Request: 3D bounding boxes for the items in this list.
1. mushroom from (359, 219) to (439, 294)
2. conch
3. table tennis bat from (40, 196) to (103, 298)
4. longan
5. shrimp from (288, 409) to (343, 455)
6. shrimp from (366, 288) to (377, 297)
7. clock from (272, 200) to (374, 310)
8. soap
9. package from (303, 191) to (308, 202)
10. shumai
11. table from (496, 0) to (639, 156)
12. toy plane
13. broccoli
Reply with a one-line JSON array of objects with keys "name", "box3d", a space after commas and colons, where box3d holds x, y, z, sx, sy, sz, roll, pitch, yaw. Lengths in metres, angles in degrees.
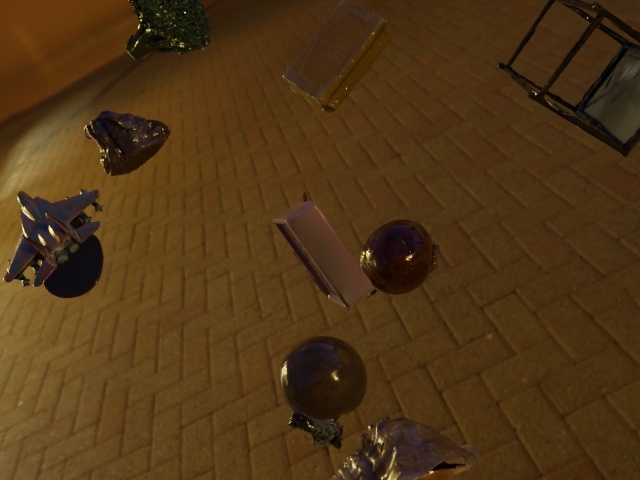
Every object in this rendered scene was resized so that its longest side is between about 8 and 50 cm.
[{"name": "mushroom", "box3d": [0.295, 0.054, 2.111, 0.283, 0.263, 0.195, -3, -15, -28]}, {"name": "conch", "box3d": [0.181, 0.475, 1.292, 0.324, 0.186, 0.263, -21, -11, -17]}, {"name": "table tennis bat", "box3d": [-0.692, 0.017, 1.652, 0.173, 0.022, 0.301, -10, 67, -3]}, {"name": "longan", "box3d": [0.010, 0.444, 1.919, 0.297, 0.297, 0.297, -20, 28, 11]}, {"name": "shrimp", "box3d": [0.002, 0.443, 1.362, 0.076, 0.174, 0.082, 13, 72, 52]}, {"name": "shrimp", "box3d": [0.214, 0.159, 2.296, 0.178, 0.034, 0.124, -40, 17, 16]}, {"name": "clock", "box3d": [0.002, 0.024, 1.086, 0.063, 0.197, 0.150, -37, 10, -10]}, {"name": "soap", "box3d": [0.049, -0.560, 1.808, 0.199, 0.091, 0.315, 41, 92, 31]}, {"name": "package", "box3d": [0.000, 0.000, 1.584, 0.030, 0.239, 0.154, -23, 26, 0]}, {"name": "shumai", "box3d": [-0.606, -0.314, 1.806, 0.218, 0.185, 0.184, -18, 49, 27]}, {"name": "table", "box3d": [0.615, -0.401, 1.383, 0.222, 0.272, 0.335, -58, 12, 25]}, {"name": "toy plane", "box3d": [-0.512, -0.031, 1.111, 0.223, 0.104, 0.326, -48, 37, -10]}, {"name": "broccoli", "box3d": [-0.333, -0.447, 1.229, 0.194, 0.194, 0.219, -14, 42, 21]}]
